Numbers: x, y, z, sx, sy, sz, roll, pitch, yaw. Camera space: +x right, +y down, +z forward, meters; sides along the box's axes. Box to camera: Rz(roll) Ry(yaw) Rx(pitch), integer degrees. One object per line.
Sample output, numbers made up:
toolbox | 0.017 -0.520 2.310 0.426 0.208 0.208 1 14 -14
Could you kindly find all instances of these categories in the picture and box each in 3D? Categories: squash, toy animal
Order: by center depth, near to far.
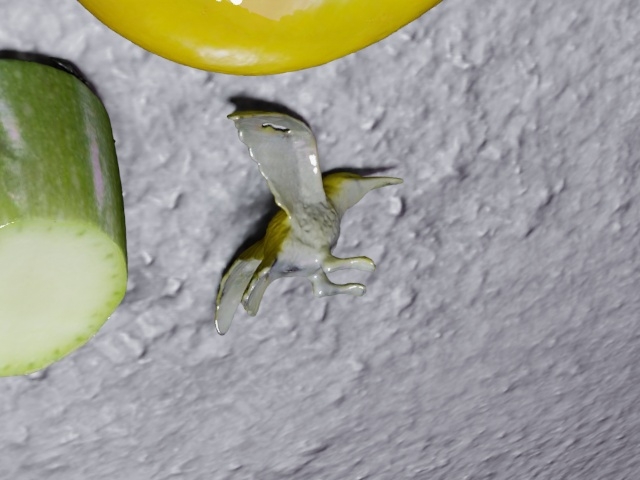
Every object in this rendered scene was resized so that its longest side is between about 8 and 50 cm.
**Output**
squash | -0.179 -0.010 0.872 0.170 0.123 0.170 -19 139 -17
toy animal | 0.000 0.000 1.048 0.155 0.095 0.219 -10 142 -24

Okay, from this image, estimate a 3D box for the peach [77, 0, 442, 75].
peach | -0.020 -0.192 0.711 0.251 0.153 0.251 -15 135 -15
